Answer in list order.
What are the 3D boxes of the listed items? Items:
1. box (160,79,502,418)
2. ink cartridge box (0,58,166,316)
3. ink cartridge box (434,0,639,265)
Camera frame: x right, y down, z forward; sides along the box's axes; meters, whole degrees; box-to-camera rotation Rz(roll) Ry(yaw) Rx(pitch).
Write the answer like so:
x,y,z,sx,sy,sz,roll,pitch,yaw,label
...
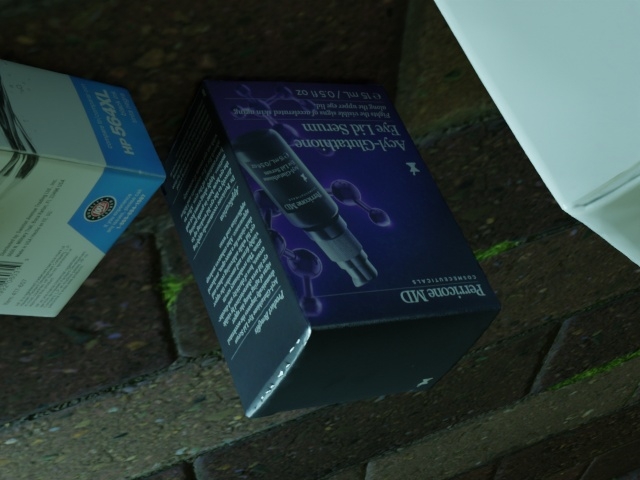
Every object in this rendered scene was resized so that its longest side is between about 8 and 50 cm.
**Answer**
x,y,z,sx,sy,sz,roll,pitch,yaw,label
0.000,0.000,0.725,0.153,0.207,0.108,-5,145,-33,box
-0.220,-0.033,0.622,0.203,0.086,0.148,9,135,-45,ink cartridge box
0.211,-0.115,0.626,0.166,0.285,0.395,-36,149,19,ink cartridge box
